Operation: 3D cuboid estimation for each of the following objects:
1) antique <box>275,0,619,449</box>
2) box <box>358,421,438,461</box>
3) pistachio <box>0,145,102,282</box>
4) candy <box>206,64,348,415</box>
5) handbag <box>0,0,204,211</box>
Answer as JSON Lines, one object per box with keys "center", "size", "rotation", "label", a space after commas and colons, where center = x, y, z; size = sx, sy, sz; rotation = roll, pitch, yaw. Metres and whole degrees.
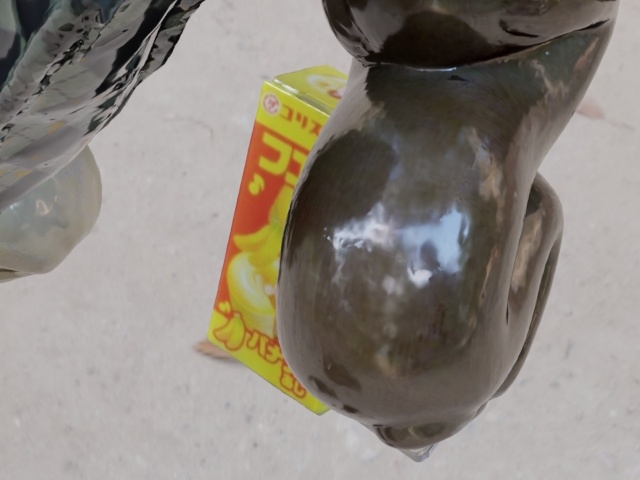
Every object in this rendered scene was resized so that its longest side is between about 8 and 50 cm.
{"center": [0.045, -0.046, 0.512], "size": [0.121, 0.143, 0.257], "rotation": [13, 90, 16], "label": "antique"}
{"center": [0.054, 0.148, 1.317], "size": [0.168, 0.259, 0.071], "rotation": [33, 79, 15], "label": "box"}
{"center": [-0.390, -0.072, 1.307], "size": [0.331, 0.208, 0.226], "rotation": [19, 103, -21], "label": "pistachio"}
{"center": [0.000, 0.000, 1.100], "size": [0.146, 0.276, 0.088], "rotation": [30, 32, 29], "label": "candy"}
{"center": [-0.219, -0.208, 0.463], "size": [0.416, 0.316, 0.180], "rotation": [46, 65, -7], "label": "handbag"}
